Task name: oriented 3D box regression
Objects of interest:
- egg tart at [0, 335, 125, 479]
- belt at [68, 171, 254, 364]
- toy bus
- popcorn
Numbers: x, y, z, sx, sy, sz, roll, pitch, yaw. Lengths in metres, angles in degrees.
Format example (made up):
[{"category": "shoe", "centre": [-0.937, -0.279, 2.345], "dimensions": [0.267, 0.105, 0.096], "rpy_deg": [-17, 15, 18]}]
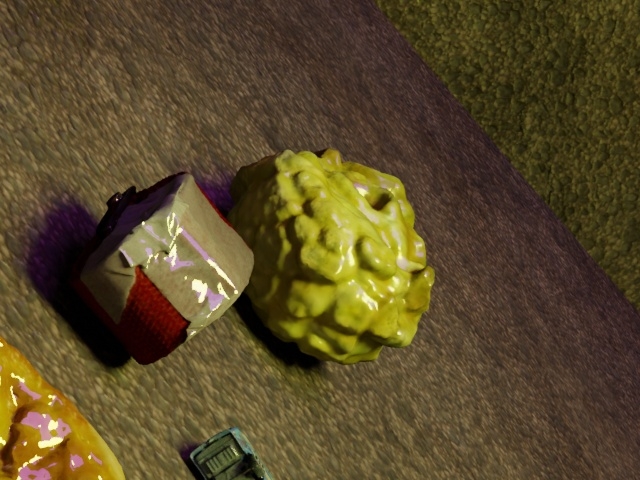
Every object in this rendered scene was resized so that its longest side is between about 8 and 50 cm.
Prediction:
[{"category": "egg tart", "centre": [-0.225, 0.175, 1.165], "dimensions": [0.341, 0.132, 0.341], "rpy_deg": [48, 17, -20]}, {"category": "belt", "centre": [-0.141, 0.015, 1.693], "dimensions": [0.124, 0.128, 0.201], "rpy_deg": [51, 14, -12]}, {"category": "toy bus", "centre": [-0.049, 0.229, 1.678], "dimensions": [0.153, 0.051, 0.061], "rpy_deg": [55, 5, 2]}, {"category": "popcorn", "centre": [0.000, 0.000, 2.037], "dimensions": [0.225, 0.174, 0.286], "rpy_deg": [40, 21, -21]}]
